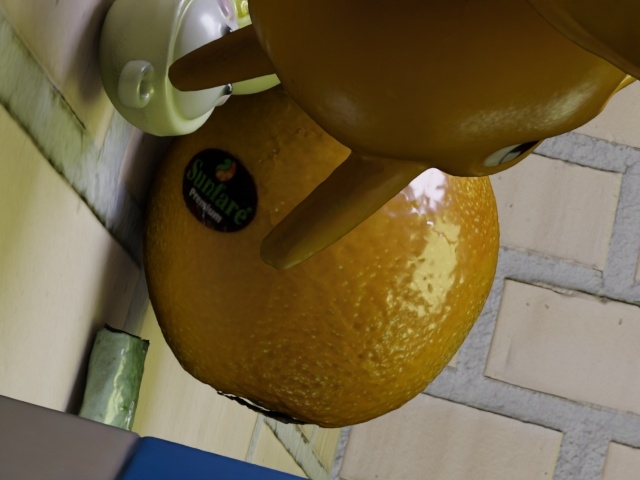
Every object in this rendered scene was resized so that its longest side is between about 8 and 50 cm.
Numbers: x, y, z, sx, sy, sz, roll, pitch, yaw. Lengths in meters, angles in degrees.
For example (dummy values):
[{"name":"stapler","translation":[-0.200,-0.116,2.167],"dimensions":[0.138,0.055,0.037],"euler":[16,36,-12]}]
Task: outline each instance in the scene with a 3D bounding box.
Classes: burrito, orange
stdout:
[{"name":"burrito","translation":[-0.150,0.118,1.362],"dimensions":[0.074,0.044,0.118],"euler":[93,9,-72]},{"name":"orange","translation":[0.000,0.000,1.422],"dimensions":[0.274,0.274,0.274],"euler":[14,90,-82]}]

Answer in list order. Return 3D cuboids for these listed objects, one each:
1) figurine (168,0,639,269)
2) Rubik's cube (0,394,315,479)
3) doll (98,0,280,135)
[{"name":"figurine","translation":[0.047,-0.184,0.984],"dimensions":[0.387,0.401,0.268],"euler":[96,3,-57]},{"name":"Rubik's cube","translation":[-0.100,0.329,0.960],"dimensions":[0.346,0.347,0.344],"euler":[-66,168,-58]},{"name":"doll","translation":[-0.060,-0.144,1.258],"dimensions":[0.296,0.117,0.141],"euler":[-64,163,-60]}]
